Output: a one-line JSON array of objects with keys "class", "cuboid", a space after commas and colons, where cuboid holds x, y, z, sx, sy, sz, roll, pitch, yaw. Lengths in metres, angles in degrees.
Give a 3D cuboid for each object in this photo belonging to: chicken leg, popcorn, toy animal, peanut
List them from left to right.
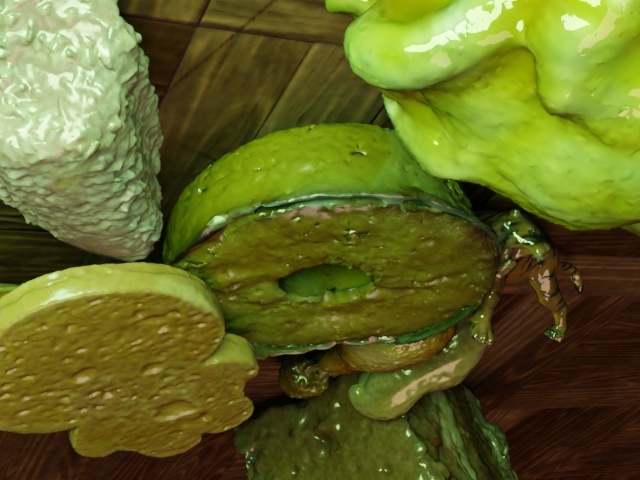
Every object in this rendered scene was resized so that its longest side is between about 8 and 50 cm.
[{"class": "chicken leg", "cuboid": [0.040, 0.109, 1.065, 0.107, 0.087, 0.251, 20, 145, -29]}, {"class": "peanut", "cuboid": [0.108, 0.133, 1.115, 0.174, 0.080, 0.080, -36, 147, 10]}, {"class": "toy animal", "cuboid": [0.186, 0.020, 0.975, 0.255, 0.114, 0.116, 6, 119, -56]}, {"class": "popcorn", "cuboid": [0.166, -0.112, 0.469, 0.290, 0.326, 0.321, 10, 152, -30]}]

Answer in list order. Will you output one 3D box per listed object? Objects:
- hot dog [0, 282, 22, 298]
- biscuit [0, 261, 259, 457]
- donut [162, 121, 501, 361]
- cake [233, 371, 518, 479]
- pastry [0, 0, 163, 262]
[{"class": "hot dog", "cuboid": [-0.271, 0.089, 0.860, 0.269, 0.109, 0.072, 5, 153, -34]}, {"class": "biscuit", "cuboid": [-0.151, 0.100, 0.815, 0.202, 0.044, 0.288, -30, 148, 12]}, {"class": "donut", "cuboid": [0.000, 0.000, 0.838, 0.272, 0.107, 0.272, -7, 148, -4]}, {"class": "cake", "cuboid": [0.091, 0.307, 1.270, 0.282, 0.256, 0.290, -30, 152, 25]}, {"class": "pastry", "cuboid": [-0.151, -0.062, 0.645, 0.102, 0.112, 0.265, -4, 150, -3]}]
